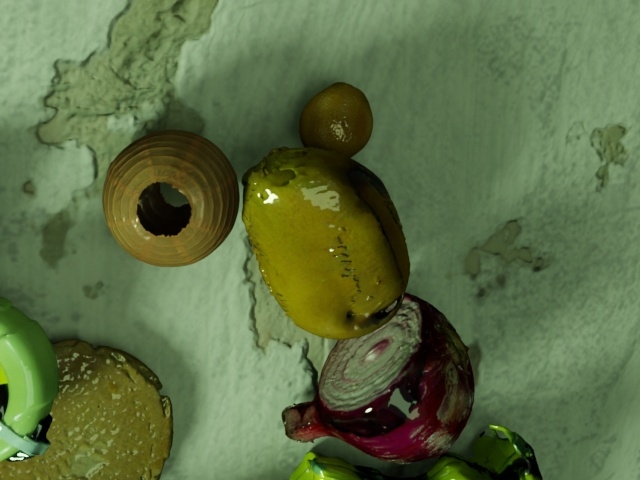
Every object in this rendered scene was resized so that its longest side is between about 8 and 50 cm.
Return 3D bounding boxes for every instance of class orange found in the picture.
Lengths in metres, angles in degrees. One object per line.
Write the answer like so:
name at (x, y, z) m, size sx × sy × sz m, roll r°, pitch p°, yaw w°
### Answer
orange at (0.017, -0.120, 1.785) m, size 0.085 × 0.085 × 0.085 m, roll -9°, pitch 111°, yaw -24°

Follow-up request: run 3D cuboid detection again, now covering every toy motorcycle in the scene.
toy motorcycle at (0.123, 0.297, 1.944) m, size 0.342 × 0.142 × 0.206 m, roll 9°, pitch 102°, yaw -30°

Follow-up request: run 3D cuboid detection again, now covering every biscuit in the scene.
biscuit at (-0.252, 0.205, 1.783) m, size 0.226 × 0.042 × 0.226 m, roll -8°, pitch 109°, yaw -25°

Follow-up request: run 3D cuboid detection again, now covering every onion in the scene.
onion at (0.061, 0.168, 1.859) m, size 0.218 × 0.195 × 0.140 m, roll -35°, pitch 124°, yaw 19°

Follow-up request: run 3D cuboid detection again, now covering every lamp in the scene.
lamp at (-0.145, -0.041, 1.702) m, size 0.136 × 0.136 × 0.136 m, roll -9°, pitch 111°, yaw -24°

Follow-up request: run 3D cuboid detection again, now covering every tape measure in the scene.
tape measure at (-0.335, 0.138, 1.664) m, size 0.175 × 0.106 × 0.200 m, roll -17°, pitch 92°, yaw 7°

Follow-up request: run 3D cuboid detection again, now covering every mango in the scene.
mango at (0.000, 0.000, 1.768) m, size 0.156 × 0.151 × 0.249 m, roll -56°, pitch 142°, yaw -17°
